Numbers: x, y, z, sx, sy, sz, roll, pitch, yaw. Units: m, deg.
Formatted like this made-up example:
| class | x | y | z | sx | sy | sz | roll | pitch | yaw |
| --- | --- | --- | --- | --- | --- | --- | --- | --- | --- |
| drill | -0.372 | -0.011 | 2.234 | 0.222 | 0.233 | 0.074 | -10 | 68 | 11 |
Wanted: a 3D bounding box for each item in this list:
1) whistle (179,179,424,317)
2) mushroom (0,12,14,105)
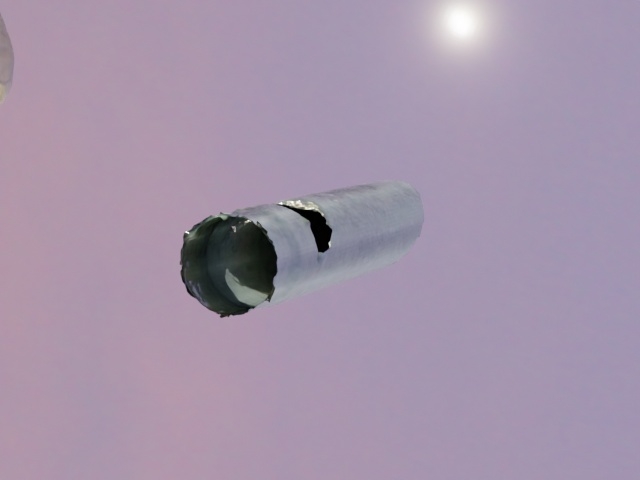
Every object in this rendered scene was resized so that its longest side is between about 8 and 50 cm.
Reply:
| class | x | y | z | sx | sy | sz | roll | pitch | yaw |
| --- | --- | --- | --- | --- | --- | --- | --- | --- | --- |
| whistle | 0.000 | 0.000 | 1.215 | 0.062 | 0.312 | 0.062 | 2 | -85 | 19 |
| mushroom | -0.257 | -0.098 | 1.204 | 0.247 | 0.108 | 0.096 | -25 | -120 | 58 |
